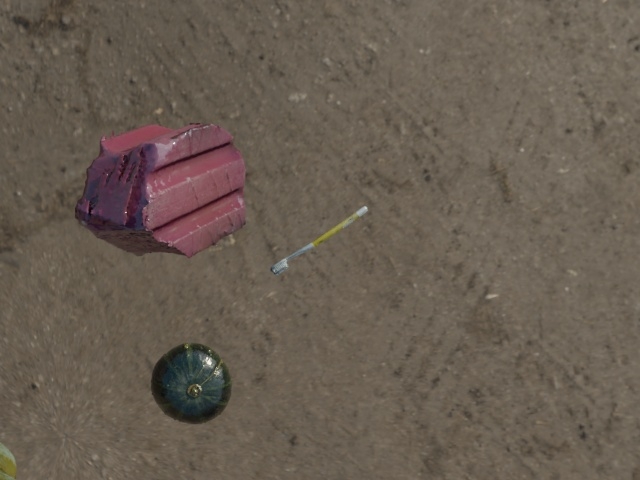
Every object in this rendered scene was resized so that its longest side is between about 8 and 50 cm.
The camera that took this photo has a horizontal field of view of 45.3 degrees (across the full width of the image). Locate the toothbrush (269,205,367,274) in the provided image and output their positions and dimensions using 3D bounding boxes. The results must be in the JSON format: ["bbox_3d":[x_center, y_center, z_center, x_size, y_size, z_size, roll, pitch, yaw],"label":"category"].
[{"bbox_3d":[0.000,0.000,1.884,0.288,0.021,0.024,-34,58,-10],"label":"toothbrush"}]

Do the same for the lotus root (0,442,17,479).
[{"bbox_3d":[-0.193,0.128,0.310,0.113,0.192,0.088,43,102,28],"label":"lotus root"}]

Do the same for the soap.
[{"bbox_3d":[-0.204,-0.067,1.030,0.112,0.289,0.182,3,109,20],"label":"soap"}]

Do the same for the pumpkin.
[{"bbox_3d":[-0.296,0.331,1.763,0.190,0.146,0.190,0,82,-1],"label":"pumpkin"}]
